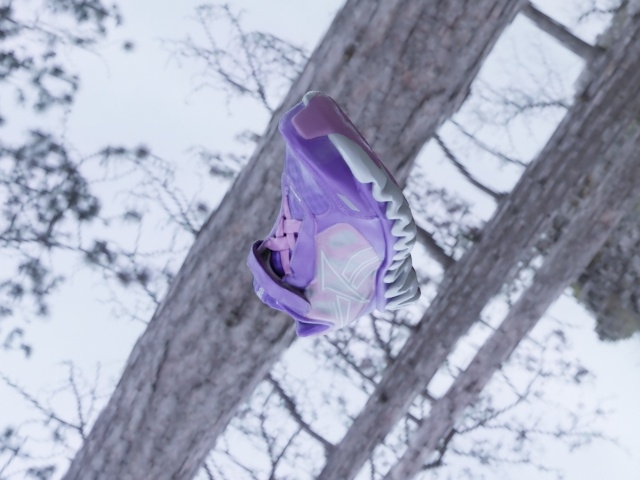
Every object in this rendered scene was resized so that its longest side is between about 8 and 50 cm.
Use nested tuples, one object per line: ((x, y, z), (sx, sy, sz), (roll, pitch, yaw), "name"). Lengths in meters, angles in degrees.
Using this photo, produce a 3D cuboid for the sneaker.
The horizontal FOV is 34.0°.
((0.000, 0.000, 0.677), (0.095, 0.105, 0.236), (60, 174, 27), "sneaker")
